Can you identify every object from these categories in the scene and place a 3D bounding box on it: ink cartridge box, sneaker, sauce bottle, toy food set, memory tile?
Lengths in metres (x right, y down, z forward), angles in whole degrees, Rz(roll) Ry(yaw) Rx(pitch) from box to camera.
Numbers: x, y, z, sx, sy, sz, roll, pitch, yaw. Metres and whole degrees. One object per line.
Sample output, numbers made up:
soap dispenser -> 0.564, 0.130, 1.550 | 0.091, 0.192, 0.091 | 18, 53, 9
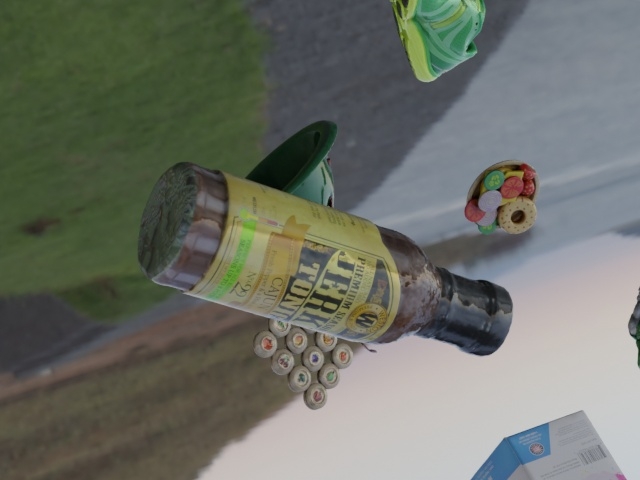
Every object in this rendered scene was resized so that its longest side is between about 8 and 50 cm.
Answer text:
ink cartridge box -> 0.213, 0.239, 1.226 | 0.092, 0.143, 0.090 | -13, 150, -30
sneaker -> 0.161, -0.335, 1.957 | 0.123, 0.109, 0.295 | -21, 154, 1
sauce bottle -> 0.015, 0.028, 1.240 | 0.344, 0.111, 0.111 | 16, 161, -26
toy food set -> 0.182, -0.042, 1.407 | 0.082, 0.083, 0.020 | -2, -146, -22
memory tile -> -0.022, 0.153, 1.974 | 0.012, 0.148, 0.113 | -13, -144, 53

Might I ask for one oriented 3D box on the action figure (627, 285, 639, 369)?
action figure -> 0.422, 0.050, 1.669 | 0.137, 0.232, 0.063 | 16, 166, 25

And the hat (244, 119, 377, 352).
hat -> 0.000, 0.000, 1.573 | 0.173, 0.183, 0.208 | -19, -151, 53
